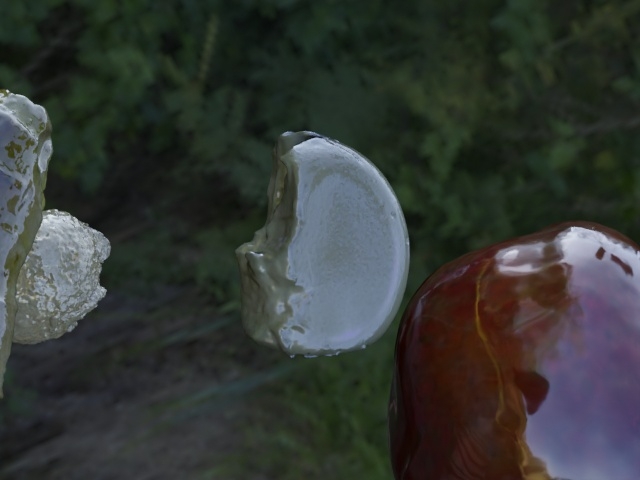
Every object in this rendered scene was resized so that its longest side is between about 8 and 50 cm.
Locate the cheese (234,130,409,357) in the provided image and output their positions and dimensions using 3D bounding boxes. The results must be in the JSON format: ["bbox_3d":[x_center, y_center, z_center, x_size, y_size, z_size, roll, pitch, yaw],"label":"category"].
[{"bbox_3d":[0.000,0.000,1.765,0.091,0.175,0.202,5,-80,54],"label":"cheese"}]

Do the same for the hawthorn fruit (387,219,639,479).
[{"bbox_3d":[0.127,0.116,1.050,0.208,0.208,0.248,60,23,-28],"label":"hawthorn fruit"}]

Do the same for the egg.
[{"bbox_3d":[-0.270,0.033,1.842,0.118,0.140,0.116,43,-8,-27],"label":"egg"}]

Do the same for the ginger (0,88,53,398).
[{"bbox_3d":[-0.286,0.006,1.527,0.116,0.109,0.263,25,72,-60],"label":"ginger"}]
